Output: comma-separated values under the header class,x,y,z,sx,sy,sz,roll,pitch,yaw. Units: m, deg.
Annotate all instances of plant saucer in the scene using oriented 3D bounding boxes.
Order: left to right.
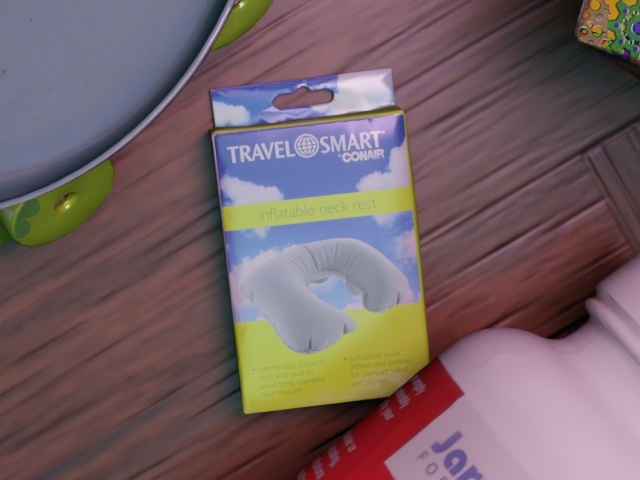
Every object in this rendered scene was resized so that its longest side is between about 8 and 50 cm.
class,x,y,z,sx,sy,sz,roll,pitch,yaw
plant saucer,-0.169,-0.162,0.975,0.317,0.043,0.318,-5,77,20

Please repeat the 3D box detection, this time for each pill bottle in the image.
class,x,y,z,sx,sy,sz,roll,pitch,yaw
pill bottle,0.076,0.195,1.002,0.407,0.229,0.229,-41,98,2

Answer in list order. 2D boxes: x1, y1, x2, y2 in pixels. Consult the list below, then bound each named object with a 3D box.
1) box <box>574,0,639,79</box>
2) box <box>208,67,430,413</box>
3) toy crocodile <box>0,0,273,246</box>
class,x,y,z,sx,sy,sz,roll,pitch,yaw
box,0.294,-0.122,0.907,0.279,0.290,0.177,20,96,14
box,0.000,0.000,1.066,0.109,0.042,0.178,-7,98,-3
toy crocodile,-0.115,-0.100,1.022,0.340,0.105,0.115,-47,67,4
